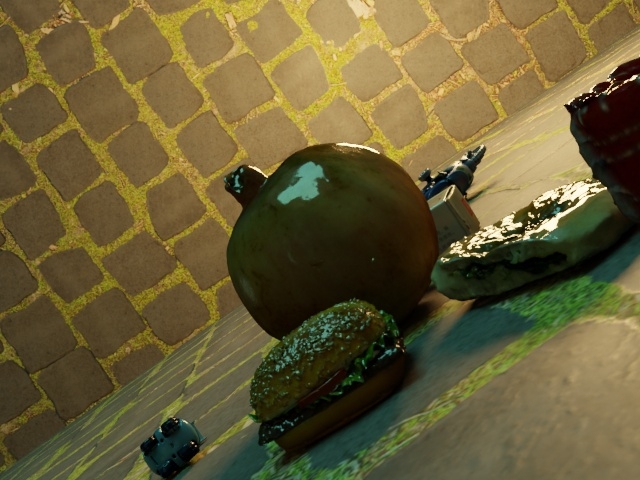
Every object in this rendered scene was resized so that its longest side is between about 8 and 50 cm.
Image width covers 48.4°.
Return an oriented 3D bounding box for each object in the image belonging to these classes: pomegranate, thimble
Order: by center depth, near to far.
[{"bbox_3d":[0.305,-0.108,0.550,0.189,0.125,0.163,-35,2,-9],"label":"thimble"},{"bbox_3d":[0.000,0.000,0.856,0.252,0.270,0.229,-41,8,28],"label":"pomegranate"}]

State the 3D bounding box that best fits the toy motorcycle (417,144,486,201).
[{"bbox_3d":[0.251,-0.102,1.499,0.254,0.092,0.135,-43,8,28],"label":"toy motorcycle"}]

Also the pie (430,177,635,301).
[{"bbox_3d":[0.213,-0.006,0.698,0.185,0.052,0.218,-30,2,-37],"label":"pie"}]

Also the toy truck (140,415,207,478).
[{"bbox_3d":[-0.179,0.256,0.897,0.073,0.056,0.090,-41,-10,2],"label":"toy truck"}]

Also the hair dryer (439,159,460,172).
[{"bbox_3d":[0.263,-0.095,1.682,0.167,0.067,0.199,-44,-3,-35],"label":"hair dryer"}]

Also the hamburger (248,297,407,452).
[{"bbox_3d":[0.001,0.119,0.672,0.166,0.087,0.137,-35,3,5],"label":"hamburger"}]

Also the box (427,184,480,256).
[{"bbox_3d":[0.107,0.026,1.078,0.269,0.079,0.135,-33,3,21],"label":"box"}]
